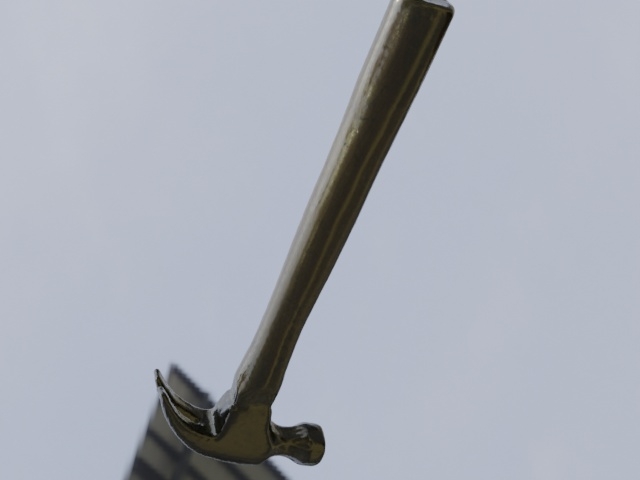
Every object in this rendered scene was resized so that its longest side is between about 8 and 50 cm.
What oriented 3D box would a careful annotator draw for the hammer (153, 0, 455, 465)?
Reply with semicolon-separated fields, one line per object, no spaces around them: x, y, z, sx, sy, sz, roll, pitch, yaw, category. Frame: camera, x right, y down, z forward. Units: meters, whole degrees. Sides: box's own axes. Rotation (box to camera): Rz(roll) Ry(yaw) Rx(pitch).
0.000;0.000;1.313;0.168;0.044;0.440;11;-62;-26;hammer
